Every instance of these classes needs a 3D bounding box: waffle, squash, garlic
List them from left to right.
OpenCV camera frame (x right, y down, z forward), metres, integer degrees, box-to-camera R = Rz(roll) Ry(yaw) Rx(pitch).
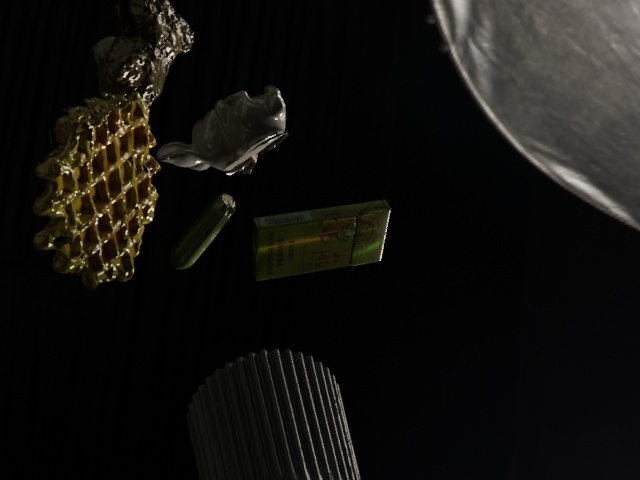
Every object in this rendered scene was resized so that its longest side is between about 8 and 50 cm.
[{"bbox_3d":[-0.313,-0.082,1.058,0.060,0.307,0.312,6,172,9],"label":"waffle"},{"bbox_3d":[-0.262,-0.017,1.613,0.066,0.066,0.229,9,135,-44],"label":"squash"},{"bbox_3d":[-0.229,-0.264,2.071,0.101,0.087,0.195,40,-159,-22],"label":"garlic"}]

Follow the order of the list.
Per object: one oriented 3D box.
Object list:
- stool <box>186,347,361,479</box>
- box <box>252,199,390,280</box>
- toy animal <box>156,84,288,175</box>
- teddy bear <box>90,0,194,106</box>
[{"bbox_3d":[-0.072,0.403,1.260,0.297,0.297,0.330,8,-153,-18],"label":"stool"},{"bbox_3d":[0.000,0.000,1.681,0.311,0.043,0.173,-8,136,-14],"label":"box"},{"bbox_3d":[-0.219,-0.246,1.724,0.325,0.154,0.208,-29,177,10],"label":"toy animal"},{"bbox_3d":[-0.356,-0.361,1.422,0.156,0.256,0.267,24,149,-4],"label":"teddy bear"}]
